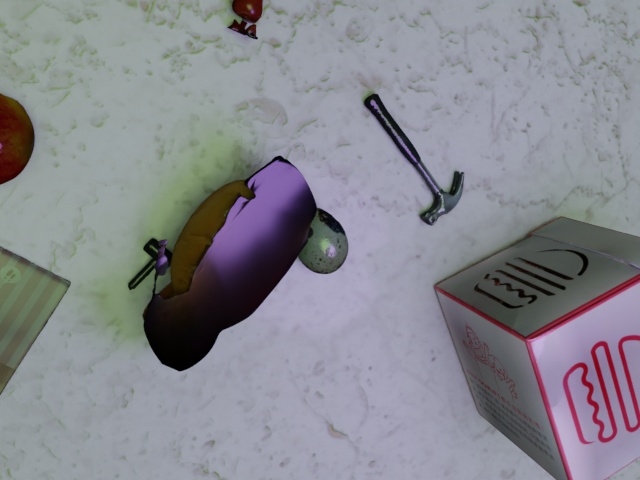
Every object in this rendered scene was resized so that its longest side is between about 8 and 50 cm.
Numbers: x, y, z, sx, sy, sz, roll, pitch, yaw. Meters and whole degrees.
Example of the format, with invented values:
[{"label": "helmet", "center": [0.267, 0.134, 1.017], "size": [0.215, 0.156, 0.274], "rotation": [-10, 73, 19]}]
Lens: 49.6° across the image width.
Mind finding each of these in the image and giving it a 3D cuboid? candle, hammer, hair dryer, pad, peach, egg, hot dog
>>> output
[{"label": "candle", "center": [-0.067, -0.459, 1.008], "size": [0.051, 0.048, 0.329], "rotation": [17, 93, -36]}, {"label": "hammer", "center": [0.157, -0.148, 1.164], "size": [0.103, 0.029, 0.246], "rotation": [-41, 110, -9]}, {"label": "hair dryer", "center": [-0.263, 0.040, 1.045], "size": [0.083, 0.026, 0.047], "rotation": [-47, 110, 1]}, {"label": "pad", "center": [-0.533, 0.073, 0.955], "size": [0.299, 0.005, 0.202], "rotation": [33, 88, -23]}, {"label": "peach", "center": [-0.440, -0.130, 0.889], "size": [0.151, 0.118, 0.151], "rotation": [-11, 119, -20]}, {"label": "egg", "center": [0.000, 0.000, 1.102], "size": [0.085, 0.085, 0.110], "rotation": [-15, 94, -18]}, {"label": "hot dog", "center": [-0.156, 0.016, 1.029], "size": [0.326, 0.107, 0.194], "rotation": [-41, 125, -9]}]

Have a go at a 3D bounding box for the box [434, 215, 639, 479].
[{"label": "box", "center": [0.424, 0.176, 1.176], "size": [0.299, 0.314, 0.312], "rotation": [-26, 109, -11]}]
